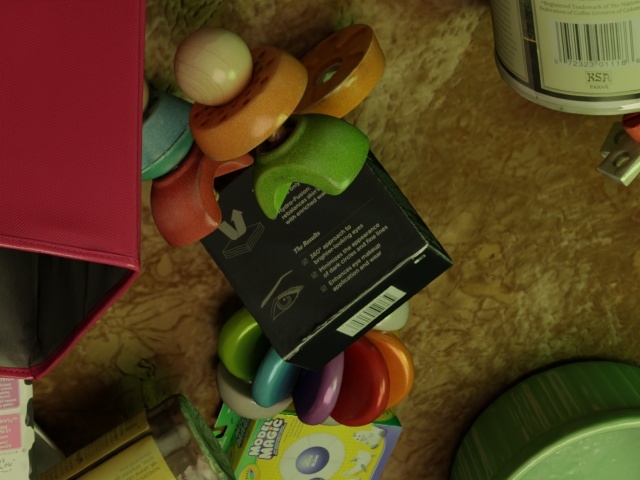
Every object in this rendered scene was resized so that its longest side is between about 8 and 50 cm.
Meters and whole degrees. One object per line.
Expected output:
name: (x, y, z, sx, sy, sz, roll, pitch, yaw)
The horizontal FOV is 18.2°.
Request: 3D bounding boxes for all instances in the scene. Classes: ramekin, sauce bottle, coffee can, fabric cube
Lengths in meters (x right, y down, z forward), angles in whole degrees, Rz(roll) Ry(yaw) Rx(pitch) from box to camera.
ramekin: (0.273, 0.267, 1.976, 0.303, 0.148, 0.303, -5, 118, -9)
sauce bottle: (-0.242, 0.264, 1.760, 0.344, 0.111, 0.111, -30, 130, 4)
coffee can: (0.219, -0.266, 1.561, 0.202, 0.201, 0.275, -18, 129, -8)
fabric cube: (-0.277, -0.071, 1.404, 0.254, 0.258, 0.259, 10, 155, -22)

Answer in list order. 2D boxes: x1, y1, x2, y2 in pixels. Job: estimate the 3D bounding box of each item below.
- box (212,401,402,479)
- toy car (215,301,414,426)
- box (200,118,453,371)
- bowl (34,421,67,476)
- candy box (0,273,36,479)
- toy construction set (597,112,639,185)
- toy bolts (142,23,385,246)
box: (-0.022, 0.197, 1.907, 0.179, 0.043, 0.105, 9, 120, -25)
toy car: (0.000, 0.110, 1.790, 0.182, 0.136, 0.159, 8, 121, -26)
box: (0.000, 0.000, 1.684, 0.156, 0.158, 0.093, -38, 161, 8)
bowl: (-0.304, 0.208, 1.796, 0.142, 0.053, 0.142, -33, 129, 3)
candy box: (-0.282, 0.117, 1.633, 0.071, 0.159, 0.233, -7, 109, -18)
toy construction set: (0.366, -0.065, 1.811, 0.215, 0.151, 0.328, -39, 140, 9)
toy bolts: (-0.081, -0.121, 1.600, 0.228, 0.218, 0.158, -22, 123, 38)
